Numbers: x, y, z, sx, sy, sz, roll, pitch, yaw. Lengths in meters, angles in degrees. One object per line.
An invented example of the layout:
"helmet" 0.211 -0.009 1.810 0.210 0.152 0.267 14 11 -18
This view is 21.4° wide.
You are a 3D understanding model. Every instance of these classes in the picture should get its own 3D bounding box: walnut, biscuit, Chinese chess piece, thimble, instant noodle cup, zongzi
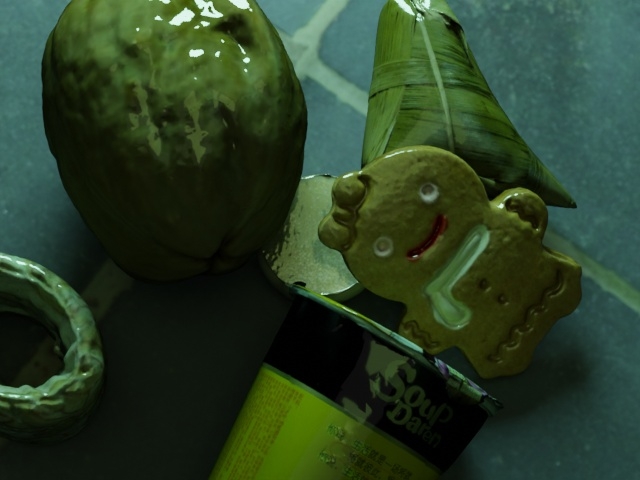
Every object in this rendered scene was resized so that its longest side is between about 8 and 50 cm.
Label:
"walnut" -0.122 -0.105 1.480 0.227 0.283 0.283 -1 73 -38
"biscuit" 0.117 0.013 1.517 0.249 0.035 0.184 41 91 -13
"Chinese chess piece" 0.000 0.000 1.557 0.122 0.051 0.122 0 77 -2
"thimble" -0.270 0.087 1.470 0.190 0.143 0.137 44 78 9
"instant noodle cup" 0.009 0.185 1.442 0.215 0.215 0.236 30 84 5
"zongzi" 0.147 -0.136 1.575 0.204 0.094 0.205 7 78 -2
